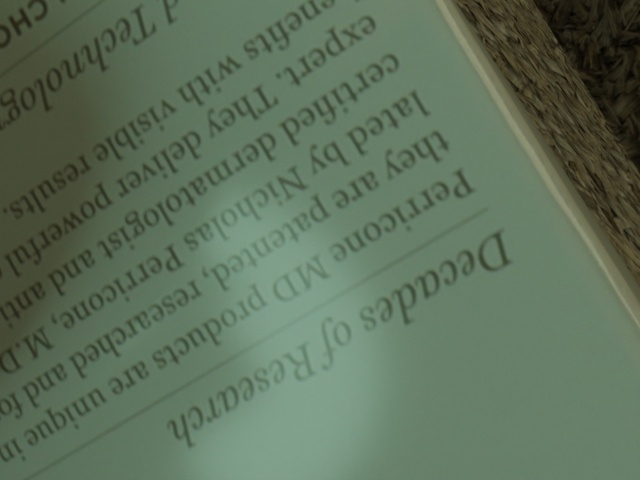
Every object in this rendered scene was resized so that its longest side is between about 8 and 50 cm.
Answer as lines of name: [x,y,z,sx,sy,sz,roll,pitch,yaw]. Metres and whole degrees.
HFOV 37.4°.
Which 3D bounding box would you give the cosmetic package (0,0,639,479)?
cosmetic package: [-0.040,-0.003,0.525,0.393,0.327,0.329,59,14,3]
